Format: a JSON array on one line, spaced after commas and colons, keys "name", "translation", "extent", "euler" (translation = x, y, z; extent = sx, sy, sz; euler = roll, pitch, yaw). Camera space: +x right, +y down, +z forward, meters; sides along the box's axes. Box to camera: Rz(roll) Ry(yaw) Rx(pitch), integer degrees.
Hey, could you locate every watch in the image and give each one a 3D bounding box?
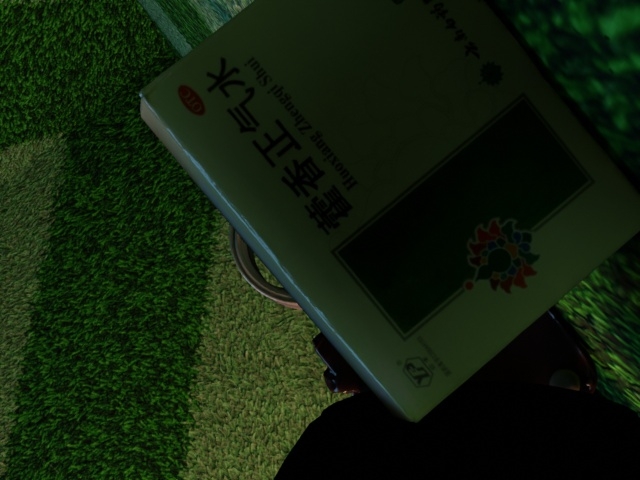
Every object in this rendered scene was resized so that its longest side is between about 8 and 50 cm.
[{"name": "watch", "translation": [0.000, 0.000, 1.025], "extent": [0.244, 0.231, 0.196], "euler": [53, 176, 13]}]

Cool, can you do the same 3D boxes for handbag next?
[{"name": "handbag", "translation": [0.125, 0.118, 0.699], "extent": [0.203, 0.216, 0.074], "euler": [52, 176, 6]}]

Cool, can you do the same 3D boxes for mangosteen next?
[{"name": "mangosteen", "translation": [0.098, 0.199, 0.415], "extent": [0.287, 0.287, 0.233], "euler": [109, 153, -87]}]

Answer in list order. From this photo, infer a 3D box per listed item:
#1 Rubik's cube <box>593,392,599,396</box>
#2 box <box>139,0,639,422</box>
[{"name": "Rubik's cube", "translation": [0.280, 0.284, 0.796], "extent": [0.183, 0.180, 0.167], "euler": [50, 178, -42]}, {"name": "box", "translation": [0.036, -0.039, 0.398], "extent": [0.212, 0.168, 0.095], "euler": [50, 179, -1]}]
